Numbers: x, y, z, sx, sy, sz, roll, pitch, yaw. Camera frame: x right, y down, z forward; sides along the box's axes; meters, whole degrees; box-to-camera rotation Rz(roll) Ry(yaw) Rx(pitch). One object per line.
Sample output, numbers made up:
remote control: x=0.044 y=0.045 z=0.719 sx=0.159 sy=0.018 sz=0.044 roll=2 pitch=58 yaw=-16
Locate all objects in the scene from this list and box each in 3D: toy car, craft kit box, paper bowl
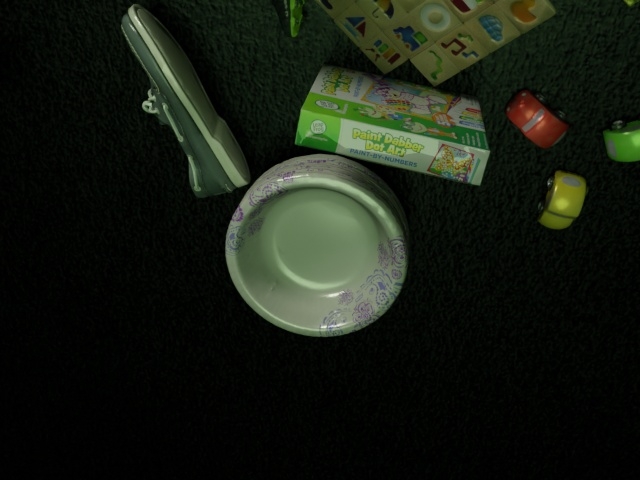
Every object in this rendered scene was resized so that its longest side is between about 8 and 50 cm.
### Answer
toy car: x=0.416 y=-0.135 z=1.153 sx=0.225 sy=0.053 sz=0.239 roll=-16 pitch=113 yaw=16
craft kit box: x=0.104 y=-0.170 z=1.071 sx=0.247 sy=0.250 sz=0.061 roll=10 pitch=117 yaw=2
paper bowl: x=0.000 y=0.000 z=1.227 sx=0.284 sy=0.148 sz=0.284 roll=3 pitch=117 yaw=6

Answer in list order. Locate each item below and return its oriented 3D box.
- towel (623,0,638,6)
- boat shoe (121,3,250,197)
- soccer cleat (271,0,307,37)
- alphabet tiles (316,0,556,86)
towel: x=0.487 y=-0.427 z=1.016 sx=0.237 sy=0.021 sz=0.102 roll=-37 pitch=107 yaw=22
boat shoe: x=-0.225 y=-0.202 z=1.178 sx=0.099 sy=0.116 sz=0.319 roll=-24 pitch=116 yaw=14
soccer cleat: x=-0.064 y=-0.383 z=1.101 sx=0.072 sy=0.060 sz=0.178 roll=0 pitch=110 yaw=19
alphabet tiles: x=0.134 y=-0.351 z=1.004 sx=0.285 sy=0.011 sz=0.342 roll=43 pitch=147 yaw=-17
